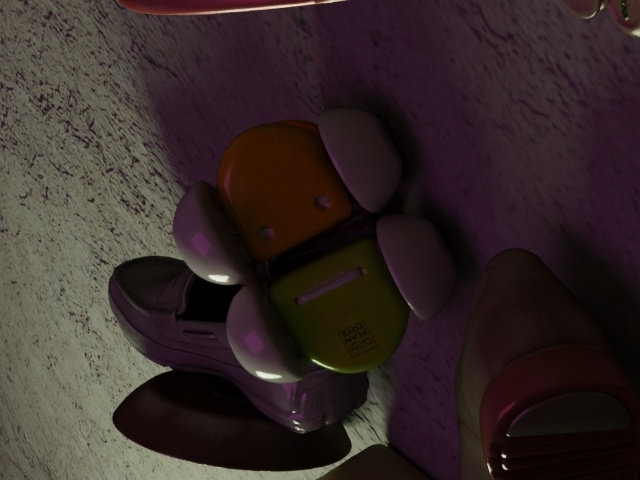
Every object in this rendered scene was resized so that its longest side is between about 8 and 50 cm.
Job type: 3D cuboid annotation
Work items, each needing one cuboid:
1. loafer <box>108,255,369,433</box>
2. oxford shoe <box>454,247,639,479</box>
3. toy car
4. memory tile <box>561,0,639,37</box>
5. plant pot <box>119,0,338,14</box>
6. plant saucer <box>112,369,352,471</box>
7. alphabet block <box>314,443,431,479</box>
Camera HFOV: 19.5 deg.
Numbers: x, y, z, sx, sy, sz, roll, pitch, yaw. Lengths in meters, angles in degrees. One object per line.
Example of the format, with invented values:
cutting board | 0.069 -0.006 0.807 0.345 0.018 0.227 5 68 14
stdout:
loafer | -0.076 0.056 1.524 0.319 0.112 0.111 19 128 49
oxford shoe | 0.144 0.140 1.195 0.348 0.123 0.130 89 170 -51
toy car | 0.000 0.000 1.275 0.182 0.159 0.136 62 -168 -5
memory tile | 0.147 -0.164 0.911 0.113 0.012 0.148 35 147 46
plant pot | 0.028 -0.237 0.775 0.275 0.275 0.243 16 117 59
plant saucer | -0.070 0.141 1.532 0.198 0.198 0.036 24 110 55
alphabet block | 0.046 0.311 1.455 0.197 0.193 0.192 35 148 45
